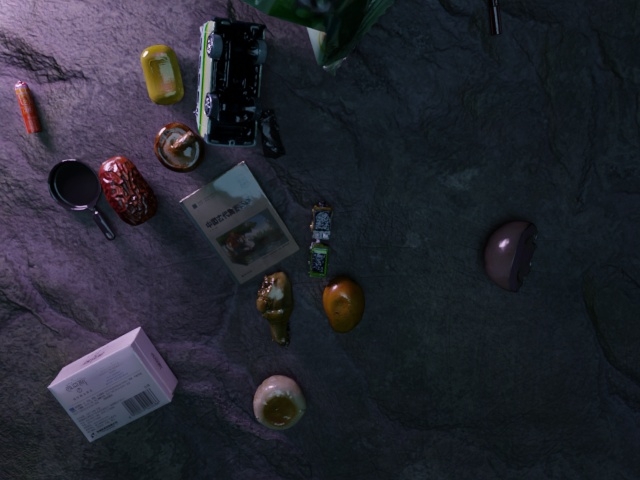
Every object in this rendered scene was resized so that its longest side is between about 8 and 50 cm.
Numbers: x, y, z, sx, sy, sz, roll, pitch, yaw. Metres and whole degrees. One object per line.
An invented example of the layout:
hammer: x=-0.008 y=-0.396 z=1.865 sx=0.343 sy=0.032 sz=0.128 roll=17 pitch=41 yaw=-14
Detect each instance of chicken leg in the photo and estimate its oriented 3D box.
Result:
chicken leg: x=-0.123 y=0.193 z=1.540 sx=0.103 sy=0.088 sz=0.228 roll=-3 pitch=113 yaw=-10

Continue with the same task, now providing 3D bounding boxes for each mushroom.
mushroom: x=0.494 y=0.033 z=1.484 sx=0.117 sy=0.141 sz=0.188 roll=21 pitch=97 yaw=27
mushroom: x=-0.351 y=-0.228 z=1.400 sx=0.127 sy=0.087 sz=0.127 roll=-1 pitch=103 yaw=-2

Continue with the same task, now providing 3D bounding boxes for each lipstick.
lipstick: x=0.411 y=-0.581 z=1.342 sx=0.027 sy=0.027 sz=0.177 roll=-10 pitch=105 yaw=2

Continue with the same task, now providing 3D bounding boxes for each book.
book: x=-0.210 y=-0.039 z=1.493 sx=0.214 sy=0.025 sz=0.283 roll=-31 pitch=107 yaw=9

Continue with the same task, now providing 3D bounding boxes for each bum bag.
bum bag: x=-0.128 y=-0.265 z=1.420 sx=0.057 sy=0.034 sz=0.125 roll=-15 pitch=107 yaw=-6

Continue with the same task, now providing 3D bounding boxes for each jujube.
jujube: x=-0.485 y=-0.123 z=1.415 sx=0.109 sy=0.112 sz=0.176 roll=-35 pitch=105 yaw=-25

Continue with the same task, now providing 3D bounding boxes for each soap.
soap: x=-0.382 y=-0.400 z=1.369 sx=0.088 sy=0.045 sz=0.140 roll=-10 pitch=106 yaw=-1

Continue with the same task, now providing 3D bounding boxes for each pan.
pan: x=-0.606 y=-0.101 z=1.463 sx=0.136 sy=0.028 sz=0.235 roll=-30 pitch=102 yaw=8

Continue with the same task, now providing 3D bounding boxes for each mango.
mango: x=0.068 y=0.175 z=1.530 sx=0.115 sy=0.089 sz=0.165 roll=-17 pitch=109 yaw=5

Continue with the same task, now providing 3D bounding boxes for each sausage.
sausage: x=-0.723 y=-0.330 z=1.390 sx=0.034 sy=0.034 sz=0.130 roll=-7 pitch=107 yaw=1

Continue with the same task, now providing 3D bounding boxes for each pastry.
pastry: x=-0.117 y=0.463 z=1.612 sx=0.156 sy=0.092 sz=0.157 roll=0 pitch=110 yaw=0

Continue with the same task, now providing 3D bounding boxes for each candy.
candy: x=-0.035 y=-0.568 z=1.215 sx=0.397 sy=0.172 sz=0.263 roll=24 pitch=103 yaw=-45

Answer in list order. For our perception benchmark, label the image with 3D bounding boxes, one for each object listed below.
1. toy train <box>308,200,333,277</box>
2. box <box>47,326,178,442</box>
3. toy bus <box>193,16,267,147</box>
toy train: x=0.000 y=0.000 z=1.479 sx=0.060 sy=0.081 sz=0.203 roll=3 pitch=106 yaw=-1
box: x=-0.571 y=0.401 z=1.569 sx=0.274 sy=0.116 sz=0.203 roll=-28 pitch=106 yaw=7
toy bus: x=-0.217 y=-0.368 z=1.319 sx=0.133 sy=0.164 sz=0.276 roll=-1 pitch=109 yaw=-28
